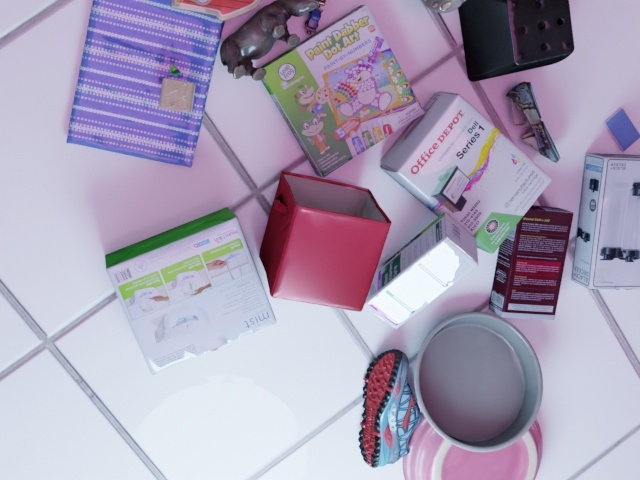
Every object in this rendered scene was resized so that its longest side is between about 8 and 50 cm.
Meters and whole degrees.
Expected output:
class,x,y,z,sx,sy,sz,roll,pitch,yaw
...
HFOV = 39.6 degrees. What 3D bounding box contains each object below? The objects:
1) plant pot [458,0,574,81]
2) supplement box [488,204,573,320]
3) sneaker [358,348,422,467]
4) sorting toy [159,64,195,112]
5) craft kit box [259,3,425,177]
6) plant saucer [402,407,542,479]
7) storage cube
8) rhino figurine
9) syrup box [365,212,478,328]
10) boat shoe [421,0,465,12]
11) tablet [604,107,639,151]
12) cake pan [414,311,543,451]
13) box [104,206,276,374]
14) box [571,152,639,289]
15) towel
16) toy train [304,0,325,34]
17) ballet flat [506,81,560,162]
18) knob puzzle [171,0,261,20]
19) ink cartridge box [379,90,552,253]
class,x,y,z,sx,sy,sz,roll,pitch,yaw
plant pot,0.396,-0.418,1.748,0.187,0.167,0.188,-14,106,-11
supplement box,0.450,0.045,1.908,0.130,0.073,0.239,5,101,-16
sneaker,0.158,0.352,1.901,0.125,0.104,0.262,1,106,-32
sorting toy,-0.264,-0.283,1.652,0.062,0.012,0.083,9,105,-9
craft kit box,0.042,-0.292,1.744,0.250,0.061,0.246,-34,105,-6
plant saucer,0.350,0.488,1.971,0.332,0.084,0.332,-3,103,-13
storage cube,0.000,0.000,1.709,0.215,0.183,0.193,10,112,-16
rhino figurine,-0.092,-0.399,1.664,0.243,0.106,0.073,-44,139,-3
syrup box,0.198,0.063,1.782,0.096,0.093,0.237,39,120,-18
boat shoe,0.190,-0.591,1.698,0.116,0.123,0.324,-37,101,-40
tablet,0.658,-0.241,1.936,0.054,0.006,0.083,-41,107,-3
cake pan,0.329,0.299,1.888,0.293,0.054,0.293,4,76,-14
box,-0.249,0.095,1.711,0.262,0.127,0.231,-23,107,-9
box,0.652,-0.041,1.934,0.169,0.087,0.290,-1,101,-14
towel,-0.320,-0.319,1.652,0.243,0.040,0.336,11,99,-16
toy train,0.003,-0.472,1.703,0.027,0.036,0.158,16,97,-17
ballet flat,0.440,-0.240,1.859,0.070,0.070,0.188,-28,105,-7
knob puzzle,-0.171,-0.499,1.630,0.213,0.030,0.213,1,85,-14
ink cartridge box,0.293,-0.139,1.805,0.278,0.117,0.201,38,90,-18
